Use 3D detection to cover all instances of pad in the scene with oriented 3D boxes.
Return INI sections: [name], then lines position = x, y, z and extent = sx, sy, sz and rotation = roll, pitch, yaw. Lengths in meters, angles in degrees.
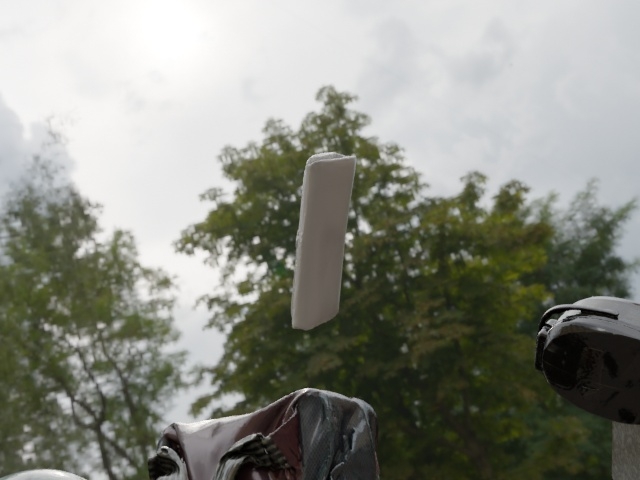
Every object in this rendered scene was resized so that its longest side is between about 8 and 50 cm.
[pad]
position = 0.402, 0.252, 1.112
extent = 0.003, 0.158, 0.234
rotation = -9, -68, -3

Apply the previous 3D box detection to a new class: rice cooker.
[rice cooker]
position = 0.309, 0.122, 0.917
extent = 0.106, 0.165, 0.112
rotation = -24, -55, -43

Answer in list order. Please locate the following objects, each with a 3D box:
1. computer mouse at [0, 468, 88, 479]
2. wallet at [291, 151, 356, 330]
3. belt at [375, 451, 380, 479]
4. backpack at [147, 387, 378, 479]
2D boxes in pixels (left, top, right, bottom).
[computer mouse]
position = -0.262, 0.264, 0.765
extent = 0.128, 0.079, 0.231
rotation = -4, 13, -7
[wallet]
position = 0.000, 0.000, 0.627
extent = 0.025, 0.122, 0.061
rotation = 11, 14, 20
[belt]
position = 0.059, 0.333, 1.281
extent = 0.053, 0.071, 0.232
rotation = -12, -21, -1
[backpack]
position = -0.067, 0.334, 0.931
extent = 0.197, 0.317, 0.283
rotation = 18, -30, -41
